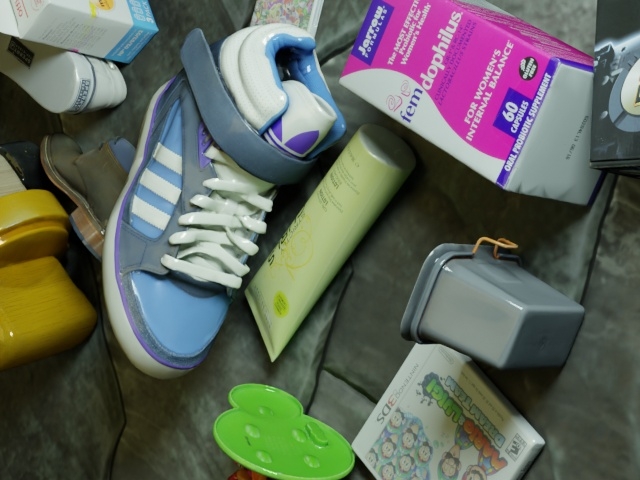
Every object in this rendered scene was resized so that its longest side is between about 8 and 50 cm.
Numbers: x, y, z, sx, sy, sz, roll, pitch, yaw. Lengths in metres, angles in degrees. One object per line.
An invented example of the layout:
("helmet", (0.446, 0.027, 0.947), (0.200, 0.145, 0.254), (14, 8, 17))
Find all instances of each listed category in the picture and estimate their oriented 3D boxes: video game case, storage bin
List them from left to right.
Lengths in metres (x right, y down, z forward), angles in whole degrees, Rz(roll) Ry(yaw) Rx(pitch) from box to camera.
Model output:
("video game case", (-0.028, -0.242, 1.674), (0.087, 0.011, 0.122), (20, 98, 46))
("video game case", (0.105, 0.174, 1.469), (0.157, 0.019, 0.143), (49, 118, 38))
("storage bin", (0.146, 0.054, 1.374), (0.091, 0.135, 0.098), (28, 104, 33))

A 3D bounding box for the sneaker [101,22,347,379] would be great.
("sneaker", (-0.081, -0.049, 1.586), (0.236, 0.130, 0.323), (-23, 53, 49))

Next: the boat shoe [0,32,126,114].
("boat shoe", (-0.307, -0.224, 1.900), (0.267, 0.088, 0.096), (38, 114, 37))

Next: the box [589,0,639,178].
("box", (0.285, -0.140, 1.292), (0.147, 0.077, 0.180), (-1, 83, 46))

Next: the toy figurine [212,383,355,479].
("toy figurine", (-0.057, 0.239, 1.573), (0.173, 0.130, 0.159), (-124, 45, -61))

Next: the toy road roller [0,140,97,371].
("toy road roller", (-0.389, 0.065, 1.864), (0.240, 0.202, 0.329), (53, 126, 17))

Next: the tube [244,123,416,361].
("tube", (0.000, 0.000, 1.577), (0.062, 0.070, 0.240), (36, 122, 0))

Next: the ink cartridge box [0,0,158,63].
("ink cartridge box", (-0.267, -0.257, 1.799), (0.061, 0.181, 0.104), (-41, 57, 33))

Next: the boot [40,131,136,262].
("boot", (-0.222, -0.069, 1.821), (0.106, 0.082, 0.219), (-39, 44, 5))

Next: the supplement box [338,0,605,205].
("supplement box", (0.135, -0.128, 1.420), (0.220, 0.114, 0.111), (37, 110, 44))
